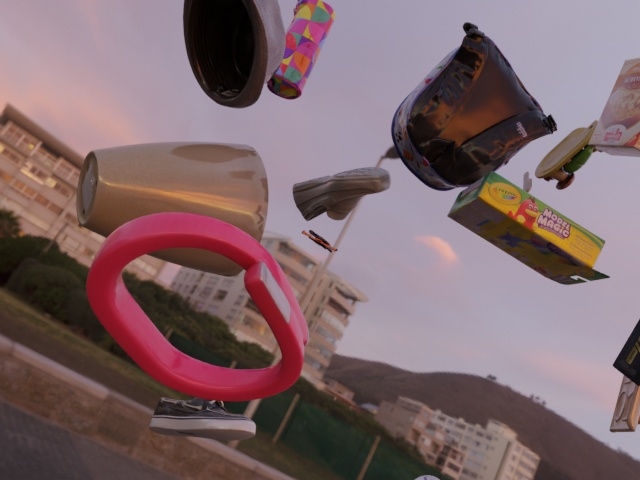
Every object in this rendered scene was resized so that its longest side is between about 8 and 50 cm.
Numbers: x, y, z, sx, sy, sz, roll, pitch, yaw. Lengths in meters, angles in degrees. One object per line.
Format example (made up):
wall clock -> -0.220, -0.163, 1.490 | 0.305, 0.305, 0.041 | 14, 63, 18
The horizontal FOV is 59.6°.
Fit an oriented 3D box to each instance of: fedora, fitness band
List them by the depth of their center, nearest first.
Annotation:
fitness band -> -0.131, 0.088, 0.632 | 0.208, 0.054, 0.291 | -9, -48, 13
fedora -> -0.150, -0.392, 1.069 | 0.243, 0.124, 0.276 | 37, -44, 26

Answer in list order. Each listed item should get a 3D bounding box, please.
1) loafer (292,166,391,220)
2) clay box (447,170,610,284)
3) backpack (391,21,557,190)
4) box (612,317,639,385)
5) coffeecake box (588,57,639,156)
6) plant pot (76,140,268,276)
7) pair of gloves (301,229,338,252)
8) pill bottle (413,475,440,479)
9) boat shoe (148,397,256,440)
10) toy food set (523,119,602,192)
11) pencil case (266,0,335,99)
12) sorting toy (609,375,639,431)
loafer -> 0.051, -0.106, 1.331 | 0.319, 0.112, 0.112 | -4, -78, 55
clay box -> 0.315, -0.011, 0.840 | 0.221, 0.053, 0.127 | 31, -12, -2
backpack -> 0.275, -0.235, 1.121 | 0.277, 0.263, 0.213 | 49, -15, -4
box -> 0.615, 0.152, 0.918 | 0.232, 0.184, 0.059 | 9, 21, -27
coffeecake box -> 0.631, -0.261, 1.097 | 0.068, 0.186, 0.142 | 19, 7, -12
plant pot -> -0.276, -0.071, 0.997 | 0.273, 0.257, 0.256 | 7, -2, -36
pair of gloves -> 0.000, 0.000, 1.157 | 0.074, 0.010, 0.083 | 35, 8, 10
pill bottle -> 0.277, 0.654, 1.358 | 0.111, 0.112, 0.187 | 28, -6, 3
boat shoe -> -0.209, 0.309, 0.992 | 0.219, 0.070, 0.078 | -4, -34, 25
toy food set -> 0.579, -0.180, 1.311 | 0.071, 0.128, 0.218 | 40, -62, -6
pencil case -> -0.049, -0.443, 1.285 | 0.104, 0.237, 0.104 | 19, -15, 5
sorting toy -> 0.653, 0.304, 1.154 | 0.038, 0.193, 0.208 | 17, -14, 23
